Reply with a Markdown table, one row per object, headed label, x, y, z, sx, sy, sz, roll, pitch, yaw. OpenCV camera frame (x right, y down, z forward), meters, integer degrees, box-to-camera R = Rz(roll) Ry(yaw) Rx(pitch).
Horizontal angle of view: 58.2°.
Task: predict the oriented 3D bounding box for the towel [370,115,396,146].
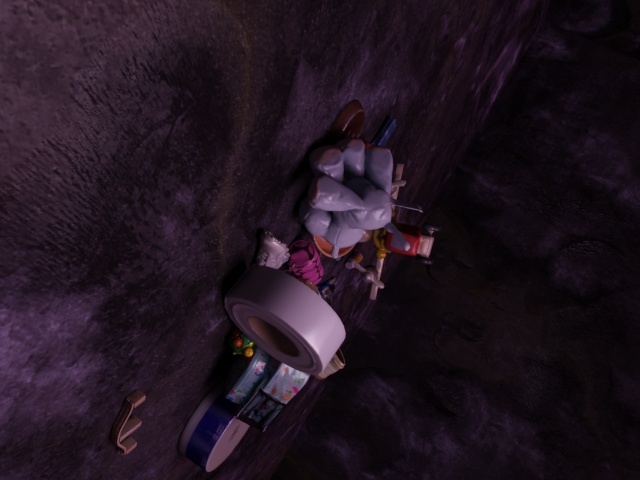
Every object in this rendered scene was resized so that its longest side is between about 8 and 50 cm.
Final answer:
| label | x | y | z | sx | sy | sz | roll | pitch | yaw |
| --- | --- | --- | --- | --- | --- | --- | --- | --- | --- |
| towel | 0.188 | -0.316 | 1.745 | 0.120 | 0.029 | 0.067 | -58 | 164 | -6 |

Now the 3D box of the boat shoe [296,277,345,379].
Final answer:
| label | x | y | z | sx | sy | sz | roll | pitch | yaw |
| --- | --- | --- | --- | --- | --- | --- | --- | --- | --- |
| boat shoe | -0.003 | 0.221 | 1.528 | 0.089 | 0.285 | 0.104 | -30 | 150 | 24 |

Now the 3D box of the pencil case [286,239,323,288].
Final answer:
| label | x | y | z | sx | sy | sz | roll | pitch | yaw |
| --- | --- | --- | --- | --- | --- | --- | --- | --- | --- |
| pencil case | -0.045 | 0.072 | 1.633 | 0.098 | 0.095 | 0.209 | -35 | 159 | -6 |

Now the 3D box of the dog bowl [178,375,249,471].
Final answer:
| label | x | y | z | sx | sy | sz | roll | pitch | yaw |
| --- | --- | --- | --- | --- | --- | --- | --- | --- | --- |
| dog bowl | -0.291 | 0.536 | 1.691 | 0.265 | 0.104 | 0.265 | -53 | 164 | -22 |

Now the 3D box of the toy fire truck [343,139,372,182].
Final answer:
| label | x | y | z | sx | sy | sz | roll | pitch | yaw |
| --- | --- | --- | --- | --- | --- | --- | --- | --- | --- |
| toy fire truck | 0.106 | -0.202 | 1.663 | 0.135 | 0.047 | 0.192 | -30 | 146 | -62 |

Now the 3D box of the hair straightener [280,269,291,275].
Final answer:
| label | x | y | z | sx | sy | sz | roll | pitch | yaw |
| --- | --- | --- | --- | --- | --- | --- | --- | --- | --- |
| hair straightener | -0.112 | 0.124 | 1.597 | 0.089 | 0.047 | 0.230 | -40 | 154 | -18 |

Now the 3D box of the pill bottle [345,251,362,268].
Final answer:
| label | x | y | z | sx | sy | sz | roll | pitch | yaw |
| --- | --- | --- | --- | --- | --- | --- | --- | --- | --- |
| pill bottle | 0.131 | 0.080 | 2.276 | 0.083 | 0.043 | 0.043 | -42 | 157 | -49 |

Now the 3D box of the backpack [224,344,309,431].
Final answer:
| label | x | y | z | sx | sy | sz | roll | pitch | yaw |
| --- | --- | --- | --- | --- | --- | --- | --- | --- | --- |
| backpack | -0.134 | 0.353 | 1.565 | 0.253 | 0.191 | 0.225 | -45 | -162 | 17 |

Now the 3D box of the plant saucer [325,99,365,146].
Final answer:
| label | x | y | z | sx | sy | sz | roll | pitch | yaw |
| --- | --- | --- | --- | --- | --- | --- | --- | --- | --- |
| plant saucer | 0.066 | -0.270 | 1.449 | 0.168 | 0.029 | 0.168 | -53 | 165 | -22 |

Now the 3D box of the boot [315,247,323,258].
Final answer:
| label | x | y | z | sx | sy | sz | roll | pitch | yaw |
| --- | --- | --- | --- | --- | --- | --- | --- | --- | --- |
| boot | 0.000 | 0.000 | 1.726 | 0.114 | 0.037 | 0.107 | 90 | 20 | -67 |

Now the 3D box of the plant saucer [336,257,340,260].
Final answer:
| label | x | y | z | sx | sy | sz | roll | pitch | yaw |
| --- | --- | --- | --- | --- | --- | --- | --- | --- | --- |
| plant saucer | 0.049 | -0.038 | 1.725 | 0.195 | 0.037 | 0.195 | 8 | 90 | -77 |

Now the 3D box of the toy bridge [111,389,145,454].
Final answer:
| label | x | y | z | sx | sy | sz | roll | pitch | yaw |
| --- | --- | --- | --- | --- | --- | --- | --- | --- | --- |
| toy bridge | -0.408 | 0.395 | 1.207 | 0.063 | 0.026 | 0.188 | -35 | 152 | -51 |

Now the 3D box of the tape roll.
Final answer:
| label | x | y | z | sx | sy | sz | roll | pitch | yaw |
| --- | --- | --- | --- | --- | --- | --- | --- | --- | --- |
| tape roll | -0.086 | 0.188 | 1.348 | 0.100 | 0.286 | 0.286 | -52 | 163 | -26 |

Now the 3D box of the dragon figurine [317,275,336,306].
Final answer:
| label | x | y | z | sx | sy | sz | roll | pitch | yaw |
| --- | --- | --- | --- | --- | --- | --- | --- | --- | --- |
| dragon figurine | -0.031 | 0.176 | 1.865 | 0.289 | 0.143 | 0.085 | -71 | 177 | -49 |

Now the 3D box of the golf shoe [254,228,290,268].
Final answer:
| label | x | y | z | sx | sy | sz | roll | pitch | yaw |
| --- | --- | --- | --- | --- | --- | --- | --- | --- | --- |
| golf shoe | -0.122 | 0.036 | 1.368 | 0.086 | 0.069 | 0.176 | -49 | 162 | -13 |

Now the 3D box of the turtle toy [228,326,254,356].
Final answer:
| label | x | y | z | sx | sy | sz | roll | pitch | yaw |
| --- | --- | --- | --- | --- | --- | --- | --- | --- | --- |
| turtle toy | -0.193 | 0.242 | 1.507 | 0.130 | 0.066 | 0.095 | -54 | -160 | -17 |

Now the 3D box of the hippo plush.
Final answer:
| label | x | y | z | sx | sy | sz | roll | pitch | yaw |
| --- | --- | --- | --- | --- | --- | --- | --- | --- | --- |
| hippo plush | 0.076 | -0.097 | 1.421 | 0.234 | 0.294 | 0.236 | -66 | -173 | -28 |

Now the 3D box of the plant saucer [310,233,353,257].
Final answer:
| label | x | y | z | sx | sy | sz | roll | pitch | yaw |
| --- | --- | --- | --- | --- | --- | --- | --- | --- | --- |
| plant saucer | 0.037 | -0.053 | 1.589 | 0.199 | 0.037 | 0.200 | -8 | 102 | -43 |

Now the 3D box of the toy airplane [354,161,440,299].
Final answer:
| label | x | y | z | sx | sy | sz | roll | pitch | yaw |
| --- | --- | --- | --- | --- | --- | --- | --- | --- | --- |
| toy airplane | 0.229 | -0.033 | 2.068 | 0.384 | 0.272 | 0.386 | 118 | -25 | -52 |
